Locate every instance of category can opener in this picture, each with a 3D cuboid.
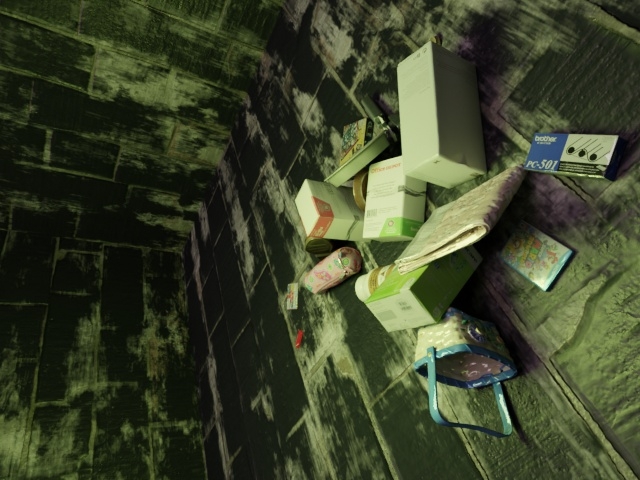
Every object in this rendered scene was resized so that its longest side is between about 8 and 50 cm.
[{"bbox_3d":[0.246,-0.484,1.723,0.093,0.074,0.280,-34,47,6],"label":"can opener"}]

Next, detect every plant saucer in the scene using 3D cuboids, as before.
[{"bbox_3d":[0.185,-0.189,1.634,0.029,0.169,0.168,-1,80,43],"label":"plant saucer"}]

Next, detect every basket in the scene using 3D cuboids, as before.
[{"bbox_3d":[0.363,0.331,1.109,0.201,0.255,0.288,-38,40,45],"label":"basket"}]

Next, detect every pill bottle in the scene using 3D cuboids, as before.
[{"bbox_3d":[0.227,0.152,1.495,0.229,0.131,0.131,-20,65,55],"label":"pill bottle"}]

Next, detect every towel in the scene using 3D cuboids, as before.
[{"bbox_3d":[0.377,-0.060,1.185,0.053,0.332,0.317,50,140,-5],"label":"towel"}]

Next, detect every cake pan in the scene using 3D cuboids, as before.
[{"bbox_3d":[0.141,-0.298,1.635,0.293,0.054,0.293,-39,7,5],"label":"cake pan"}]

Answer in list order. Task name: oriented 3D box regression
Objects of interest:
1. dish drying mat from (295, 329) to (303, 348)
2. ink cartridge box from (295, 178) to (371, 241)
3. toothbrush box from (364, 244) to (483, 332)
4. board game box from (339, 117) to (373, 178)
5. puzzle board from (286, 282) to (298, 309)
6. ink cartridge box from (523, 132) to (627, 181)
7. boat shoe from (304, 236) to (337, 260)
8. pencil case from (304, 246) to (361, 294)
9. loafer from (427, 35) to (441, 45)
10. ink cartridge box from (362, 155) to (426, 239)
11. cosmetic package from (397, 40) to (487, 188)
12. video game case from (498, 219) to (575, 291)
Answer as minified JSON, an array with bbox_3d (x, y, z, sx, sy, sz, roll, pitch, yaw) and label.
[{"bbox_3d":[-0.101,0.463,2.055,0.032,0.008,0.083,26,104,59],"label":"dish drying mat"},{"bbox_3d":[0.070,-0.109,1.679,0.117,0.283,0.207,-60,36,38],"label":"ink cartridge box"},{"bbox_3d":[0.293,0.115,1.245,0.122,0.283,0.206,52,147,-4],"label":"toothbrush box"},{"bbox_3d":[0.149,-0.381,1.859,0.165,0.042,0.243,1,82,58],"label":"board game box"},{"bbox_3d":[-0.140,0.276,2.170,0.096,0.011,0.128,-18,67,56],"label":"puzzle board"},{"bbox_3d":[0.608,-0.205,1.062,0.207,0.046,0.097,25,102,58],"label":"ink cartridge box"},{"bbox_3d":[0.000,0.000,1.787,0.307,0.111,0.104,62,-156,-71],"label":"boat shoe"},{"bbox_3d":[0.048,0.129,1.801,0.284,0.124,0.124,-37,51,47],"label":"pencil case"},{"bbox_3d":[0.380,-0.652,1.553,0.056,0.050,0.147,32,108,57],"label":"loafer"},{"bbox_3d":[0.261,-0.138,1.537,0.198,0.115,0.272,-3,79,57],"label":"ink cartridge box"},{"bbox_3d":[0.368,-0.375,1.342,0.156,0.217,0.384,-21,62,54],"label":"cosmetic package"},{"bbox_3d":[0.546,0.036,1.123,0.166,0.015,0.119,52,124,51],"label":"video game case"}]
